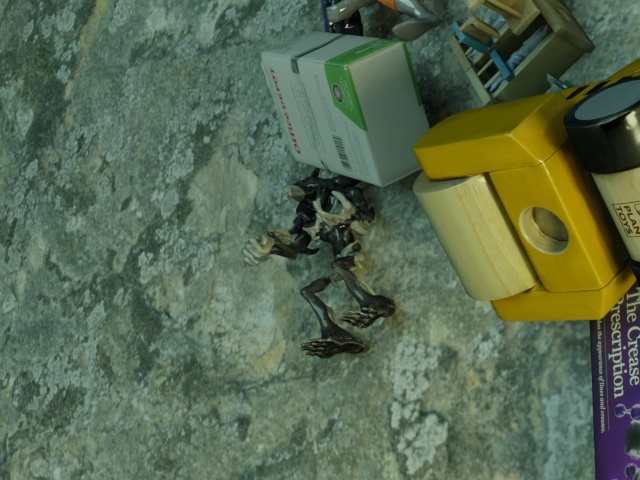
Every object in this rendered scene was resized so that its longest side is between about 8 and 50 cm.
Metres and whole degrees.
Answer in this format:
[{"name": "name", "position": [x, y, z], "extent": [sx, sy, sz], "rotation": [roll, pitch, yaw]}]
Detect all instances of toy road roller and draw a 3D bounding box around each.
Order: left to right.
[{"name": "toy road roller", "position": [0.277, -0.067, 1.277], "extent": [0.330, 0.202, 0.240], "rotation": [-8, 26, 49]}]

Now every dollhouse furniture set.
[{"name": "dollhouse furniture set", "position": [0.189, -0.249, 1.538], "extent": [0.129, 0.184, 0.129], "rotation": [-47, 45, 26]}]

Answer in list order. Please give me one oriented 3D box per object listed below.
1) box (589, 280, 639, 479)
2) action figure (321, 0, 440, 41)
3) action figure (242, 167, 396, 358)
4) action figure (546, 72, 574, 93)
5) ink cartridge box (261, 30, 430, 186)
[{"name": "box", "position": [0.354, 0.162, 1.245], "extent": [0.184, 0.103, 0.261], "rotation": [-18, 61, 41]}, {"name": "action figure", "position": [0.087, -0.343, 1.733], "extent": [0.330, 0.179, 0.341], "rotation": [-133, 33, -64]}, {"name": "action figure", "position": [0.000, 0.000, 1.687], "extent": [0.164, 0.141, 0.275], "rotation": [-39, 51, 30]}, {"name": "action figure", "position": [0.214, -0.076, 1.514], "extent": [0.232, 0.063, 0.137], "rotation": [-58, 6, 17]}, {"name": "ink cartridge box", "position": [0.032, -0.169, 1.671], "extent": [0.219, 0.093, 0.160], "rotation": [23, 136, 58]}]
